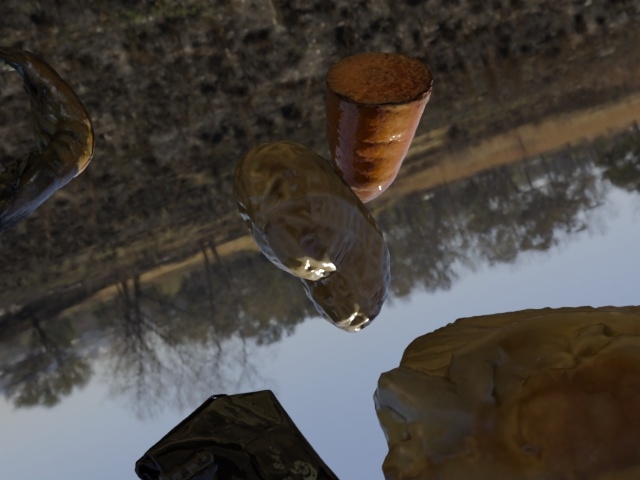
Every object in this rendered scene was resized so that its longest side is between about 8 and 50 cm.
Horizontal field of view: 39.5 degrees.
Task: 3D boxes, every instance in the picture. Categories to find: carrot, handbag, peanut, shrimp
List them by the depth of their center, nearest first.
[{"bbox_3d":[-0.375,-0.120,1.024,0.051,0.198,0.262,-14,-150,40],"label":"shrimp"},{"bbox_3d":[0.000,0.000,1.176,0.140,0.325,0.153,-13,-142,27],"label":"peanut"},{"bbox_3d":[-0.089,0.359,1.209,0.152,0.342,0.288,-48,162,22],"label":"handbag"},{"bbox_3d":[0.081,-0.156,1.372,0.159,0.225,0.159,2,-145,-2],"label":"carrot"}]

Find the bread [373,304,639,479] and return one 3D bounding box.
[{"bbox_3d":[0.247,0.220,0.580,0.389,0.372,0.279,-2,-179,14],"label":"bread"}]
